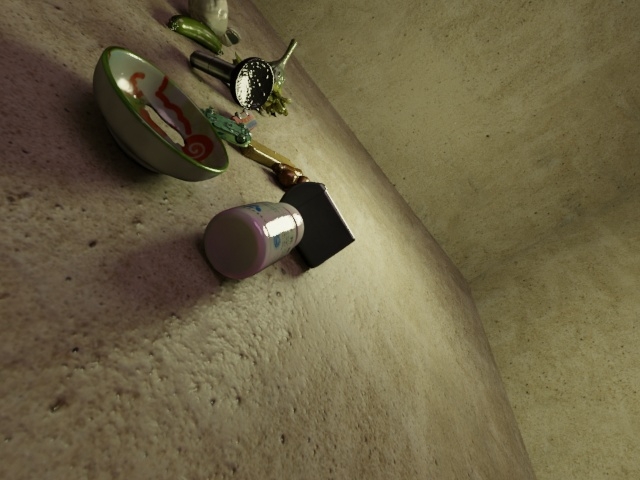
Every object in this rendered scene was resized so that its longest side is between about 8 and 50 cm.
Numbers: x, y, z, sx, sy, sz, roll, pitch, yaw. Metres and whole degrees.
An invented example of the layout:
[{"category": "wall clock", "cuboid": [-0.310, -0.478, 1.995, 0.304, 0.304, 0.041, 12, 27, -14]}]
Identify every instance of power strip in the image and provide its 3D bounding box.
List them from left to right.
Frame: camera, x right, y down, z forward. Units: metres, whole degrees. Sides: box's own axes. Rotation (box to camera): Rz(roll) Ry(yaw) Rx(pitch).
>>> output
[{"category": "power strip", "cuboid": [-0.184, -0.291, 1.409, 0.305, 0.044, 0.064, 15, 44, -60]}]

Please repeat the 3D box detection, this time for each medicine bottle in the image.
[{"category": "medicine bottle", "cuboid": [-0.140, -0.013, 0.930, 0.152, 0.152, 0.254, 55, 23, 2]}]

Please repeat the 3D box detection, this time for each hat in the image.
[{"category": "hat", "cuboid": [-0.449, -0.925, 1.675, 0.275, 0.160, 0.232, 76, -8, -85]}]

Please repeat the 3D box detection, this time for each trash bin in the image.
[{"category": "trash bin", "cuboid": [-0.025, -0.056, 1.200, 0.236, 0.176, 0.101, 56, -16, -2]}]

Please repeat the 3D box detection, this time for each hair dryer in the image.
[{"category": "hair dryer", "cuboid": [-0.253, -0.538, 1.375, 0.284, 0.156, 0.320, 9, 21, -49]}]

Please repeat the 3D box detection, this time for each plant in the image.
[{"category": "plant", "cuboid": [-0.211, -0.645, 1.637, 0.305, 0.261, 0.297, 37, 65, 3]}]

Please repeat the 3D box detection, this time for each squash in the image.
[{"category": "squash", "cuboid": [-0.463, -0.783, 1.518, 0.080, 0.071, 0.318, 58, 22, 7]}]

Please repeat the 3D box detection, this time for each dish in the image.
[{"category": "dish", "cuboid": [-0.357, -0.241, 0.872, 0.324, 0.124, 0.324, 49, 15, -18]}]

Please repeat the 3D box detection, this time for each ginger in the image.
[{"category": "ginger", "cuboid": [-0.104, -0.216, 1.426, 0.162, 0.073, 0.103, 8, 36, -54]}]

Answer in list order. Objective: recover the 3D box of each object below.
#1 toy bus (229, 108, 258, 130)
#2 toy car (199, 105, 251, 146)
[{"category": "toy bus", "cuboid": [-0.267, -0.390, 1.354, 0.077, 0.065, 0.192, 55, 20, -18]}, {"category": "toy car", "cuboid": [-0.297, -0.339, 1.217, 0.186, 0.058, 0.094, 19, 40, -26]}]
